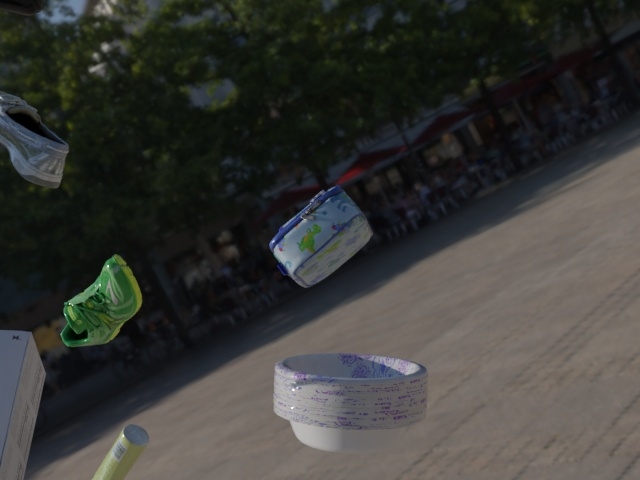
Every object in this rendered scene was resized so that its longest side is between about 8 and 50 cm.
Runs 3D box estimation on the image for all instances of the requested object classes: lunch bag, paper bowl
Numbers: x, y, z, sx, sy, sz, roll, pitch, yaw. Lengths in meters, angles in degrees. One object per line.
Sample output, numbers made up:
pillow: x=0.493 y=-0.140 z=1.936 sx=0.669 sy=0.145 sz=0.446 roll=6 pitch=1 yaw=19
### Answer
lunch bag: x=0.000 y=0.000 z=1.581 sx=0.176 sy=0.090 sz=0.219 roll=-42 pitch=-14 yaw=-1
paper bowl: x=0.054 y=0.299 z=1.621 sx=0.284 sy=0.148 sz=0.284 roll=3 pitch=1 yaw=0

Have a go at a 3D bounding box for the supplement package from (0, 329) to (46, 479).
supplement package: x=-0.556 y=0.280 z=1.345 sx=0.204 sy=0.262 sz=0.145 roll=3 pitch=-38 yaw=-4

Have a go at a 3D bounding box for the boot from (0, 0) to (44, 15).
boot: x=-0.770 y=-0.511 z=1.953 sx=0.094 sy=0.246 sz=0.207 roll=-20 pitch=46 yaw=61

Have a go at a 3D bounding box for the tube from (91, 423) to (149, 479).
tube: x=-0.443 y=0.492 z=1.869 sx=0.240 sy=0.062 sz=0.070 roll=-55 pitch=-5 yaw=21

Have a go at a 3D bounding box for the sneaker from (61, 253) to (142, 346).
sneaker: x=-0.460 y=0.143 z=1.828 sx=0.123 sy=0.109 sz=0.295 roll=-21 pitch=-24 yaw=-43

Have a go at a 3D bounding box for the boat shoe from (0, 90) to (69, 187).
boat shoe: x=-0.600 y=-0.227 z=1.806 sx=0.118 sy=0.320 sz=0.103 roll=16 pitch=-67 yaw=-44
